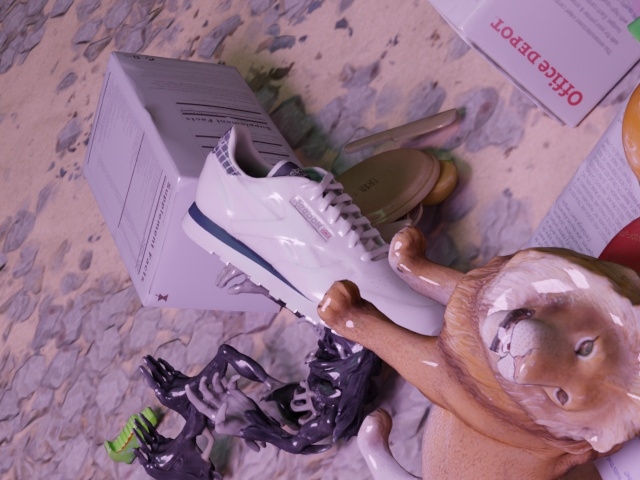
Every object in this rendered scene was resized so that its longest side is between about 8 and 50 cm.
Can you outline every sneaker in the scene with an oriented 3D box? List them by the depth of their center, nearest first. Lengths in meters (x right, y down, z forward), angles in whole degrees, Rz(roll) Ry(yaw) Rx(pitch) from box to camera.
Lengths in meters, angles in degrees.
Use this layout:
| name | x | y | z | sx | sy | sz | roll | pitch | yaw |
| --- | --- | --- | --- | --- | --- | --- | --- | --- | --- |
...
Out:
| name | x | y | z | sx | sy | sz | roll | pitch | yaw |
| --- | --- | --- | --- | --- | --- | --- | --- | --- | --- |
| sneaker | 0.000 | 0.000 | 1.211 | 0.235 | 0.090 | 0.095 | 30 | 106 | 18 |

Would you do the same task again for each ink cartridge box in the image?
| name | x | y | z | sx | sy | sz | roll | pitch | yaw |
| --- | --- | --- | --- | --- | --- | --- | --- | --- | --- |
| ink cartridge box | 0.207 | -0.217 | 1.236 | 0.212 | 0.154 | 0.093 | -49 | 37 | 9 |

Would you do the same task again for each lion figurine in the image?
| name | x | y | z | sx | sy | sz | roll | pitch | yaw |
| --- | --- | --- | --- | --- | --- | --- | --- | --- | --- |
| lion figurine | 0.105 | 0.147 | 1.039 | 0.240 | 0.392 | 0.142 | 31 | 46 | 30 |

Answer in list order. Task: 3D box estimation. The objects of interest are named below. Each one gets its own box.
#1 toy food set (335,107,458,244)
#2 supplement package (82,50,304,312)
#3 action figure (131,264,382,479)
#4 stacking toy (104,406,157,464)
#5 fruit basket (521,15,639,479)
| name | x | y | z | sx | sy | sz | roll | pitch | yaw |
| --- | --- | --- | --- | --- | --- | --- | --- | --- | --- |
| toy food set | 0.053 | -0.033 | 1.330 | 0.132 | 0.038 | 0.192 | -15 | 29 | 30 |
| supplement package | -0.117 | -0.056 | 1.452 | 0.244 | 0.134 | 0.139 | 58 | 136 | 51 |
| action figure | -0.045 | 0.107 | 1.281 | 0.276 | 0.141 | 0.164 | -27 | 33 | 34 |
| stacking toy | -0.201 | 0.270 | 1.397 | 0.221 | 0.052 | 0.167 | -50 | 37 | 6 |
| fruit basket | 0.270 | -0.008 | 1.041 | 0.353 | 0.165 | 0.327 | -63 | 26 | 23 |
